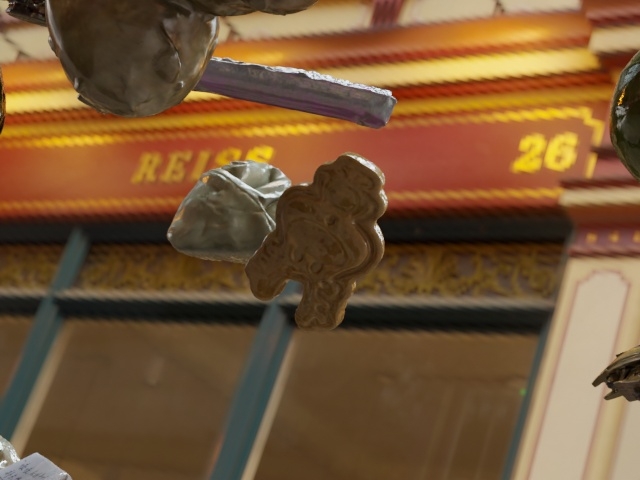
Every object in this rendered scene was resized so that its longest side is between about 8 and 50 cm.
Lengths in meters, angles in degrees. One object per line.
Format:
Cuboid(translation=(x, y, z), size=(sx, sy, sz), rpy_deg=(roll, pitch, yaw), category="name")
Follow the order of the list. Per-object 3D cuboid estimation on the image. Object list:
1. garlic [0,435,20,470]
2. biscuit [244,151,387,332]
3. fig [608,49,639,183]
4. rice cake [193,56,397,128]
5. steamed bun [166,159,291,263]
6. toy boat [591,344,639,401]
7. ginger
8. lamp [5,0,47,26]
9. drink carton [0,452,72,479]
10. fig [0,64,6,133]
Cuboid(translation=(-0.516, 0.354, 2.040), size=(0.218, 0.219, 0.212), rpy_deg=(29, -36, -20), category="garlic")
Cuboid(translation=(0.003, 0.001, 1.782), size=(0.144, 0.040, 0.236), rpy_deg=(32, -59, 6), category="biscuit")
Cuboid(translation=(0.417, -0.135, 1.540), size=(0.203, 0.203, 0.225), rpy_deg=(29, -18, -19), category="fig")
Cuboid(translation=(-0.042, -0.183, 1.801), size=(0.269, 0.055, 0.049), rpy_deg=(13, 11, 3), category="rice cake")
Cuboid(translation=(-0.091, -0.040, 2.042), size=(0.218, 0.144, 0.211), rpy_deg=(1, -5, 15), category="steamed bun")
Cuboid(translation=(0.412, 0.171, 1.862), size=(0.064, 0.072, 0.206), rpy_deg=(45, -26, -8), category="toy boat")
Cuboid(translation=(-0.109, -0.250, 1.297), size=(0.304, 0.245, 0.155), rpy_deg=(-25, -35, 37), category="ginger")
Cuboid(translation=(-0.364, -0.400, 2.054), size=(0.226, 0.227, 0.227), rpy_deg=(16, -26, 8), category="lamp")
Cuboid(translation=(-0.398, 0.349, 1.768), size=(0.134, 0.222, 0.102), rpy_deg=(4, -64, 64), category="drink carton")
Cuboid(translation=(-0.363, -0.158, 1.236), size=(0.195, 0.245, 0.195), rpy_deg=(-4, 3, 0), category="fig")
